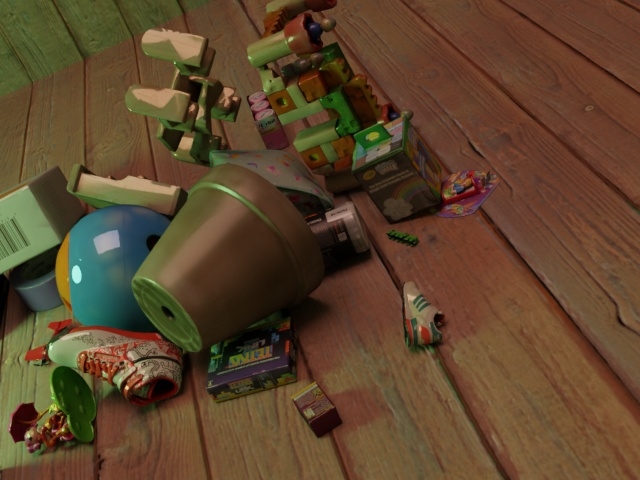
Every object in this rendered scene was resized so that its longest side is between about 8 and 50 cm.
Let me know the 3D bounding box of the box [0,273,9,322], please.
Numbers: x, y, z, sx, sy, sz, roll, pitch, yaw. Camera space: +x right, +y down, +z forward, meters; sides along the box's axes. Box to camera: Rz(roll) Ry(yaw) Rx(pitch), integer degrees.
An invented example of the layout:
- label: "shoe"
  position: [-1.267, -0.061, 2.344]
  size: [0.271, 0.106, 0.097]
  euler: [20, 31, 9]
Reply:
- label: "box"
  position: [-0.875, 0.126, 2.182]
  size: [0.103, 0.184, 0.261]
  euler: [-21, 34, 1]

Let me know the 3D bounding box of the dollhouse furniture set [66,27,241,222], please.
- label: "dollhouse furniture set"
  position: [-0.388, -0.253, 2.060]
  size: [0.257, 0.362, 0.394]
  euler: [13, 80, 9]

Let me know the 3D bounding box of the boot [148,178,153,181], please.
- label: "boot"
  position: [-0.370, -0.074, 2.172]
  size: [0.190, 0.076, 0.208]
  euler: [-33, 58, -13]

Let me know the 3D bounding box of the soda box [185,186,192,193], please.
- label: "soda box"
  position: [-0.374, -0.070, 2.247]
  size: [0.183, 0.063, 0.058]
  euler: [-27, 33, -4]

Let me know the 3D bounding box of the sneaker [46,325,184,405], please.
- label: "sneaker"
  position: [-0.403, 0.249, 1.731]
  size: [0.270, 0.090, 0.145]
  euler: [3, 36, -13]

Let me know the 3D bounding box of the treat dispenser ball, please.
- label: "treat dispenser ball"
  position: [-0.418, 0.065, 1.887]
  size: [0.288, 0.288, 0.288]
  euler: [-16, 34, 12]

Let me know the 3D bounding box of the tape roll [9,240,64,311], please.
- label: "tape roll"
  position: [-0.675, 0.085, 2.208]
  size: [0.189, 0.080, 0.189]
  euler: [-16, 35, 12]

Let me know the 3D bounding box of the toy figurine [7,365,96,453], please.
- label: "toy figurine"
  position: [-0.544, 0.362, 1.750]
  size: [0.159, 0.130, 0.173]
  euler: [-33, 57, 11]

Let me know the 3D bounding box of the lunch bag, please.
- label: "lunch bag"
  position: [-0.118, -0.111, 2.056]
  size: [0.262, 0.160, 0.223]
  euler: [0, 27, -21]

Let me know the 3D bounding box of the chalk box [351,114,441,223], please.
- label: "chalk box"
  position: [0.154, -0.169, 1.900]
  size: [0.132, 0.213, 0.132]
  euler: [-23, 32, 25]

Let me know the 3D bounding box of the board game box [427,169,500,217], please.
- label: "board game box"
  position: [0.303, -0.116, 1.917]
  size: [0.133, 0.033, 0.168]
  euler: [14, 49, 43]

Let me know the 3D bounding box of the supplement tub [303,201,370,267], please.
- label: "supplement tub"
  position: [0.000, 0.000, 1.871]
  size: [0.190, 0.117, 0.117]
  euler: [-20, 34, 6]

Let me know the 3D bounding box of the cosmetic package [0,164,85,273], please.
- label: "cosmetic package"
  position: [-0.764, -0.053, 2.251]
  size: [0.230, 0.161, 0.453]
  euler: [-28, 13, -3]

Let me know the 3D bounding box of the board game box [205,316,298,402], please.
- label: "board game box"
  position: [-0.130, 0.229, 1.701]
  size: [0.170, 0.048, 0.141]
  euler: [-17, 33, 11]

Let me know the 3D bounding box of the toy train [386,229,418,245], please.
- label: "toy train"
  position: [0.174, -0.008, 1.865]
  size: [0.024, 0.017, 0.083]
  euler: [-32, 33, -29]

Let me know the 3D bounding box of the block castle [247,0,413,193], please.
- label: "block castle"
  position: [0.042, -0.358, 2.041]
  size: [0.213, 0.453, 0.303]
  euler: [-17, 33, 24]

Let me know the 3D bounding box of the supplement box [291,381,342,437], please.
- label: "supplement box"
  position: [-0.007, 0.295, 1.538]
  size: [0.055, 0.043, 0.083]
  euler: [-31, 33, -10]

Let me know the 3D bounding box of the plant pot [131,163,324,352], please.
- label: "plant pot"
  position: [-0.201, 0.060, 1.720]
  size: [0.323, 0.323, 0.280]
  euler: [14, 48, 43]

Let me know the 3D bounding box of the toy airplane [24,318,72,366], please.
- label: "toy airplane"
  position: [-0.609, 0.231, 2.012]
  size: [0.151, 0.028, 0.151]
  euler: [-18, 34, 12]

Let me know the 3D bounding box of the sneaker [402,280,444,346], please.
- label: "sneaker"
  position: [0.191, 0.136, 1.635]
  size: [0.075, 0.057, 0.161]
  euler: [-2, 35, 3]

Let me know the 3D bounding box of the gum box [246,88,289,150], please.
- label: "gum box"
  position: [-0.148, -0.332, 2.426]
  size: [0.062, 0.107, 0.188]
  euler: [-23, 33, 2]
